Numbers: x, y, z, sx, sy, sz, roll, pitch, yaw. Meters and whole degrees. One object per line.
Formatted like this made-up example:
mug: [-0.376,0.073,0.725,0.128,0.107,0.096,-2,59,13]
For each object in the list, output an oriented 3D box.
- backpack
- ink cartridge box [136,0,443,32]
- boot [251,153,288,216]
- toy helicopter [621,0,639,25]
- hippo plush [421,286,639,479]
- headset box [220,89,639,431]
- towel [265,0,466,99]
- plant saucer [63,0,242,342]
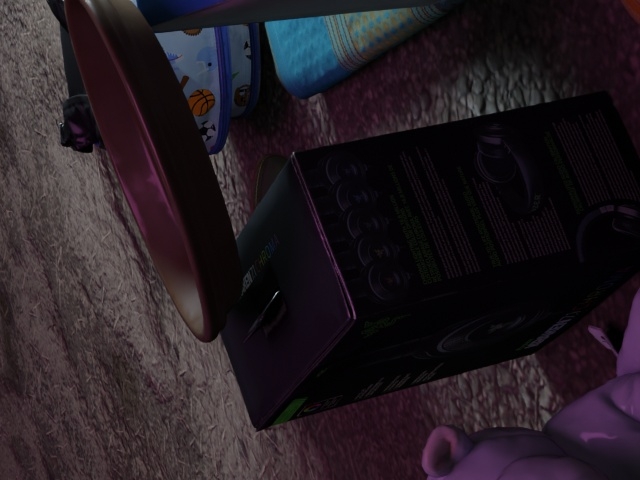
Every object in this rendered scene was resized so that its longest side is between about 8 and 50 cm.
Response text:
backpack: [-0.178,-0.199,1.760,0.263,0.213,0.276,-130,29,-59]
ink cartridge box: [-0.008,-0.367,1.192,0.166,0.285,0.395,-8,93,53]
boot: [0.000,0.000,1.667,0.106,0.082,0.219,-28,70,42]
toy helicopter: [0.267,-0.187,0.952,0.235,0.140,0.355,66,163,4]
hippo plush: [0.183,0.138,1.114,0.294,0.237,0.234,32,130,57]
headset box: [0.070,0.020,1.246,0.131,0.283,0.246,69,154,17]
towel: [0.021,-0.295,1.496,0.370,0.040,0.271,-22,83,63]
plant saucer: [-0.119,-0.060,1.196,0.278,0.041,0.278,158,90,-79]
